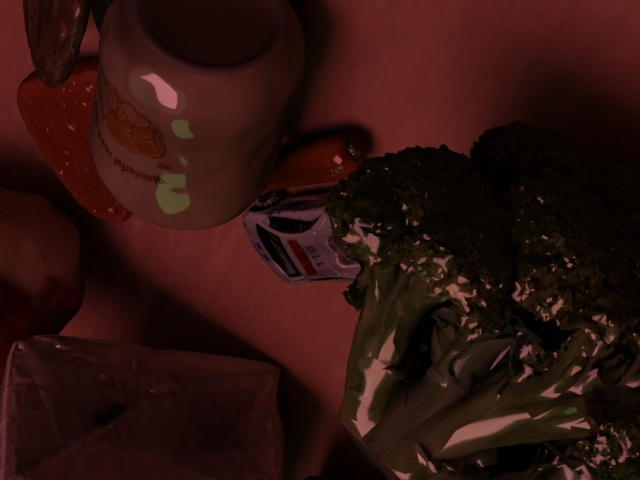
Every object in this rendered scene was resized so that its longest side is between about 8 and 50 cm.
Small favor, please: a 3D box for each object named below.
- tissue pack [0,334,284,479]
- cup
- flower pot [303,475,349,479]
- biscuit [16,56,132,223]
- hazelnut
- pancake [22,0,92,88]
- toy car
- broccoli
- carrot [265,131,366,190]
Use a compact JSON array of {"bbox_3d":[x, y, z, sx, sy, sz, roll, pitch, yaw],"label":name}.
[{"bbox_3d":[-0.214,0.279,2.027,0.297,0.207,0.380,7,145,-13],"label":"tissue pack"},{"bbox_3d":[-0.112,-0.164,1.634,0.173,0.255,0.202,1,146,-12],"label":"cup"},{"bbox_3d":[0.043,0.415,1.934,0.244,0.307,0.307,22,141,8],"label":"flower pot"},{"bbox_3d":[-0.211,-0.099,1.870,0.192,0.036,0.186,-4,126,47],"label":"biscuit"},{"bbox_3d":[-0.381,0.053,2.021,0.261,0.261,0.241,17,147,34],"label":"hazelnut"},{"bbox_3d":[-0.241,-0.249,1.672,0.222,0.042,0.236,-122,30,-42],"label":"pancake"},{"bbox_3d":[0.000,0.000,1.740,0.205,0.056,0.095,-6,123,47],"label":"toy car"},{"bbox_3d":[0.175,0.085,1.434,0.321,0.310,0.413,6,152,27],"label":"broccoli"},{"bbox_3d":[-0.040,-0.066,1.727,0.248,0.043,0.043,-9,120,52],"label":"carrot"}]
